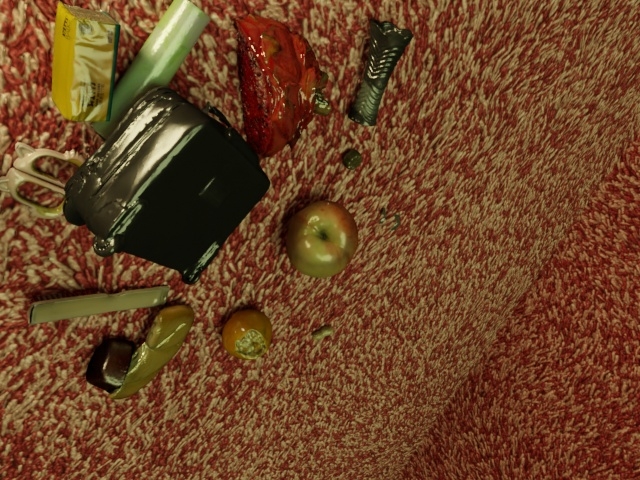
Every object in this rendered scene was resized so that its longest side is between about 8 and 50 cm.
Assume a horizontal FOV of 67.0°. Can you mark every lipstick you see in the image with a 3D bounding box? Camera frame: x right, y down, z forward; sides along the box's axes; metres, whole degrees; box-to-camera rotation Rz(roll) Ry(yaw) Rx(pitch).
[{"bbox_3d":[-0.323,-0.313,0.910,0.076,0.076,0.304,28,102,-48],"label":"lipstick"}]

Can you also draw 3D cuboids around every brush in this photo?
[{"bbox_3d":[-0.513,0.141,1.143,0.321,0.050,0.060,-2,121,-47],"label":"brush"}]

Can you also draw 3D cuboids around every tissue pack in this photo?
[{"bbox_3d":[-0.402,-0.300,0.820,0.082,0.120,0.169,-4,125,-39],"label":"tissue pack"}]

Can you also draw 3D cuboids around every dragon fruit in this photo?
[{"bbox_3d":[-0.056,-0.324,1.064,0.205,0.152,0.317,-24,134,-25],"label":"dragon fruit"}]

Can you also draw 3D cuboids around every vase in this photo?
[{"bbox_3d":[0.139,-0.408,1.200,0.115,0.115,0.237,-9,131,-35],"label":"vase"}]

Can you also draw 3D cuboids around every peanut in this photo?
[{"bbox_3d":[0.008,0.331,1.722,0.083,0.037,0.037,-27,135,-24],"label":"peanut"}]

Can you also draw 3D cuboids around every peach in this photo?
[{"bbox_3d":[0.000,0.000,1.356,0.232,0.232,0.232,-22,133,-25],"label":"peach"}]

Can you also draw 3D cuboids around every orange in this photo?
[{"bbox_3d":[-0.213,0.281,1.430,0.154,0.134,0.155,-29,139,-29],"label":"orange"}]

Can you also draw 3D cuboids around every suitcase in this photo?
[{"bbox_3d":[-0.282,-0.103,0.977,0.339,0.188,0.345,-48,157,-1],"label":"suitcase"}]

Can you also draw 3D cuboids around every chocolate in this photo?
[{"bbox_3d":[-0.539,0.321,1.215,0.080,0.125,0.149,30,105,-31],"label":"chocolate"}]

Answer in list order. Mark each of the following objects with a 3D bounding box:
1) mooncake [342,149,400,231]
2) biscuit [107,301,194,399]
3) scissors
[{"bbox_3d":[0.153,-0.146,1.457,0.346,0.057,0.150,27,116,-41],"label":"mooncake"},{"bbox_3d":[-0.438,0.296,1.292,0.299,0.045,0.154,-57,155,6],"label":"biscuit"},{"bbox_3d":[-0.482,-0.090,0.995,0.160,0.024,0.317,-53,140,8],"label":"scissors"}]
